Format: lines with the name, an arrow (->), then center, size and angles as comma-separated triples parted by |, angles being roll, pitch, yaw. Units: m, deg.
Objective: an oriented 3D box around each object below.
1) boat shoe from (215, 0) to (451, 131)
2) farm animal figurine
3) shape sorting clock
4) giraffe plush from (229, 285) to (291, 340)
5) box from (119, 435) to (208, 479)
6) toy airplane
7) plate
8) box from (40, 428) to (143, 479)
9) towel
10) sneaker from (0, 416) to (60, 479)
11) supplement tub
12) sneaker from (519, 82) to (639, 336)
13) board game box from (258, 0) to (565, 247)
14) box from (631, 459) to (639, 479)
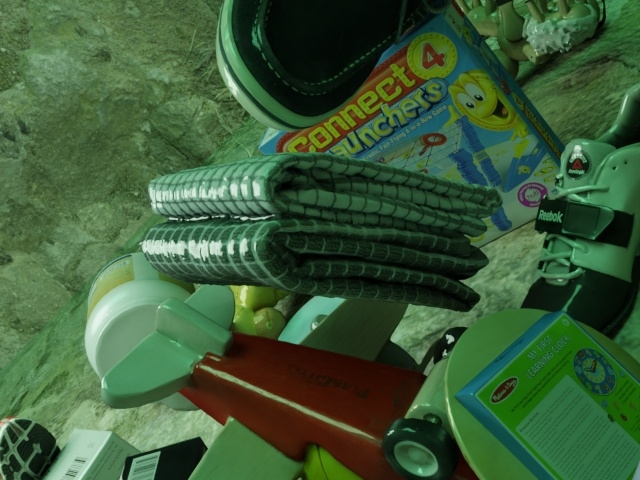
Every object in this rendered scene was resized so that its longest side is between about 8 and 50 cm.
boat shoe -> 0.055, -0.311, 0.796 | 0.156, 0.187, 0.500 | -25, 23, 52
farm animal figurine -> 0.334, -0.358, 1.245 | 0.326, 0.172, 0.330 | -12, 29, 35
shape sorting clock -> 0.193, 0.140, 0.557 | 0.040, 0.206, 0.206 | 116, 178, -47
giraffe plush -> -0.112, 0.108, 1.219 | 0.210, 0.181, 0.171 | -15, 57, 34
box -> -0.142, 0.365, 0.723 | 0.103, 0.184, 0.261 | -18, 28, 10
toy airplane -> -0.021, 0.198, 0.711 | 0.386, 0.273, 0.384 | -15, 32, -12
plate -> -0.001, 0.144, 1.108 | 0.188, 0.024, 0.188 | -38, 23, 19
box -> -0.382, 0.417, 1.169 | 0.182, 0.119, 0.181 | -17, 35, 51
towel -> 0.000, 0.000, 0.698 | 0.235, 0.283, 0.121 | -3, 82, 53
sneaker -> -0.524, 0.399, 1.255 | 0.118, 0.279, 0.107 | 17, 49, 21
supplement tub -> -0.344, 0.165, 1.407 | 0.228, 0.228, 0.316 | -45, 21, -1
sneaker -> 0.279, -0.026, 0.750 | 0.330, 0.146, 0.122 | -52, 24, -14
board game box -> 0.130, -0.115, 0.959 | 0.308, 0.302, 0.086 | -32, 25, 31
box -> 0.261, 0.177, 0.384 | 0.293, 0.057, 0.201 | -69, 22, 2
